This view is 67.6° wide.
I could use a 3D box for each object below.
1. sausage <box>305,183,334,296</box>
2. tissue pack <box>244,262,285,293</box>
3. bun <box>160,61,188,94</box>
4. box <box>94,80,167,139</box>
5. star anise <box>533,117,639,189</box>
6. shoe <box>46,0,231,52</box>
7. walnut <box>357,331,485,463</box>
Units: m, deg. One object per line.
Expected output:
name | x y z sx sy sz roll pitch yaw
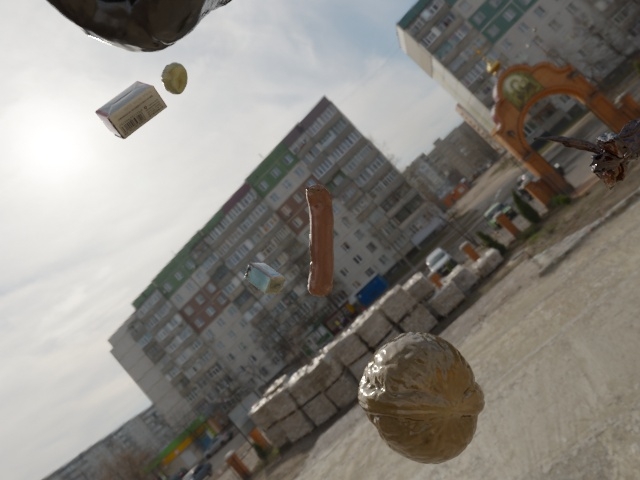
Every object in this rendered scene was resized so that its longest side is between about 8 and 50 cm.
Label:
sausage | 0.000 0.000 0.660 0.036 0.157 0.042 2 10 23
tissue pack | -0.153 0.105 1.329 0.074 0.094 0.058 9 -71 -53
bun | -0.526 -0.579 1.706 0.115 0.069 0.115 19 -90 -80
box | -0.596 -0.410 1.511 0.182 0.133 0.099 -46 -47 -19
star anise | 0.480 -0.170 0.828 0.141 0.144 0.158 -15 -40 -24
shoe | -0.179 -0.337 0.331 0.171 0.383 0.237 -10 36 16
walnut | 0.246 0.380 1.170 0.333 0.333 0.333 -42 -7 -7
